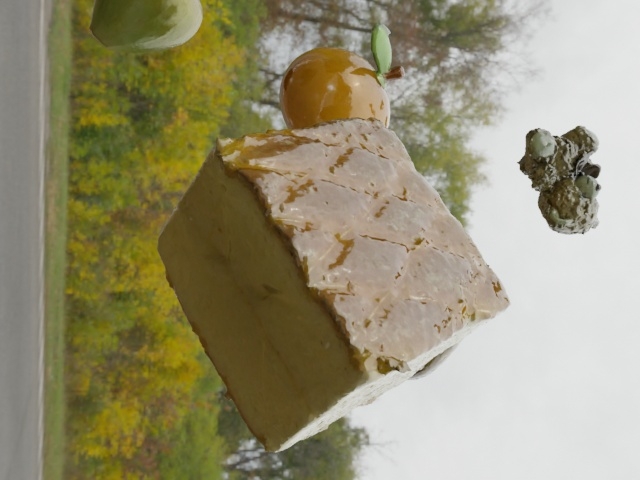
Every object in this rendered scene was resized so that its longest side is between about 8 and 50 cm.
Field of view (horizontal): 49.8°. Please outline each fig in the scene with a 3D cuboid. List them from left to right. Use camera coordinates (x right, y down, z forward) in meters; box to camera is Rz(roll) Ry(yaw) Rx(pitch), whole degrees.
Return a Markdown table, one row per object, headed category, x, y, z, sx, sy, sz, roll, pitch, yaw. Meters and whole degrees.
| category | x | y | z | sx | sy | sz | roll | pitch | yaw |
| --- | --- | --- | --- | --- | --- | --- | --- | --- | --- |
| fig | -0.370 | -0.496 | 1.448 | 0.207 | 0.229 | 0.207 | -15 | 90 | -81 |

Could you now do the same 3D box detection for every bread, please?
| category | x | y | z | sx | sy | sz | roll | pitch | yaw |
| --- | --- | --- | --- | --- | --- | --- | --- | --- | --- |
| bread | 0.008 | 0.035 | 0.744 | 0.279 | 0.279 | 0.207 | 55 | -49 | 14 |

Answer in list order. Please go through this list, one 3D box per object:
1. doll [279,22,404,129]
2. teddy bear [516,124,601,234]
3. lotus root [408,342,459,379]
| category | x | y | z | sx | sy | sz | roll | pitch | yaw |
| --- | --- | --- | --- | --- | --- | --- | --- | --- | --- |
| doll | 0.051 | -0.243 | 1.192 | 0.213 | 0.236 | 0.213 | 53 | 20 | -28 |
| teddy bear | 0.575 | -0.134 | 1.637 | 0.156 | 0.267 | 0.256 | -39 | -116 | 48 |
| lotus root | 0.220 | 0.232 | 1.569 | 0.260 | 0.128 | 0.145 | -45 | -118 | 25 |
